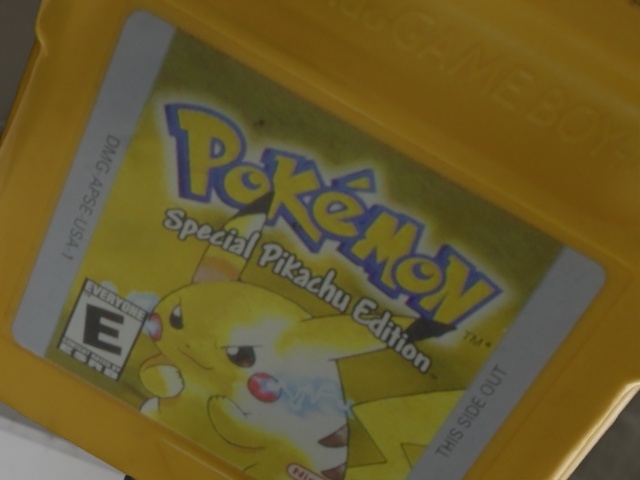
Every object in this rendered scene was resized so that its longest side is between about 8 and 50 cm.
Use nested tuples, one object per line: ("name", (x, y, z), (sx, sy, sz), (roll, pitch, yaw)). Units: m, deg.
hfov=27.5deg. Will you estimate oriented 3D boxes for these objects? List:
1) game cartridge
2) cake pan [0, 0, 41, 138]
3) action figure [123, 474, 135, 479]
("game cartridge", (0.000, 0.000, 0.543), (0.323, 0.285, 0.052), (-61, 179, 37))
("cake pan", (-0.198, -0.160, 0.660), (0.054, 0.293, 0.293), (-45, -150, 45))
("action figure", (-0.144, 0.273, 0.826), (0.330, 0.178, 0.341), (-36, -179, 13))
